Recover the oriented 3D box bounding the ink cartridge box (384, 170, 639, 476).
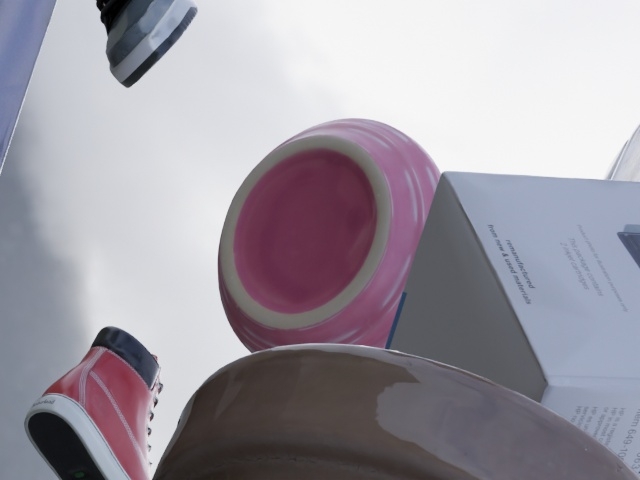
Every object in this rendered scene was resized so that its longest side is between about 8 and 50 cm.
[{"bbox_3d":[0.198,0.096,1.139,0.197,0.270,0.198,-112,-149,-50],"label":"ink cartridge box"}]

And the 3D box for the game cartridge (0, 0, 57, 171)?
[{"bbox_3d":[-0.275,-0.038,0.920,0.068,0.230,0.355,31,-78,65],"label":"game cartridge"}]

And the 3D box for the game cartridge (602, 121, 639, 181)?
[{"bbox_3d":[0.311,-0.065,1.734,0.297,0.062,0.198,120,-5,-58],"label":"game cartridge"}]

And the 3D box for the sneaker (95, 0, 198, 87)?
[{"bbox_3d":[-0.206,-0.275,1.825,0.178,0.124,0.295,40,22,-21],"label":"sneaker"}]

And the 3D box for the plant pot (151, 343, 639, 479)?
[{"bbox_3d":[0.016,0.215,0.853,0.263,0.263,0.229,102,10,-53],"label":"plant pot"}]

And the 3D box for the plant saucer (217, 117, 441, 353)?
[{"bbox_3d":[0.000,0.000,2.315,0.084,0.332,0.332,30,25,-52],"label":"plant saucer"}]

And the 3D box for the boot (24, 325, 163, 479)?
[{"bbox_3d":[-0.183,0.215,1.903,0.088,0.176,0.244,-10,-64,32],"label":"boot"}]
